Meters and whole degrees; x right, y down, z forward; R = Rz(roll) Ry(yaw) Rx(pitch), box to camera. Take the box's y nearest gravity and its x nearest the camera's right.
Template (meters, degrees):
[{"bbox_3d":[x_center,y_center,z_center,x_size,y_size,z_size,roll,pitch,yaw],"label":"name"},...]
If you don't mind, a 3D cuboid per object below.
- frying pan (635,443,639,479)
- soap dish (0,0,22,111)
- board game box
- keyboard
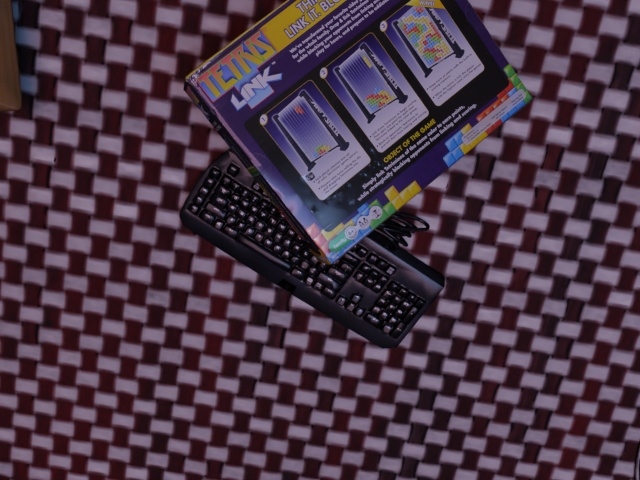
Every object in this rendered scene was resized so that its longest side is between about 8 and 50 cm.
[{"bbox_3d":[0.394,0.229,0.515,0.197,0.053,0.326,-40,98,11],"label":"frying pan"},{"bbox_3d":[-0.308,-0.218,0.363,0.229,0.118,0.290,1,106,0],"label":"soap dish"},{"bbox_3d":[0.024,-0.092,0.408,0.170,0.048,0.141,-39,100,-7],"label":"board game box"},{"bbox_3d":[0.000,0.000,0.460,0.192,0.038,0.100,31,103,-8],"label":"keyboard"}]
